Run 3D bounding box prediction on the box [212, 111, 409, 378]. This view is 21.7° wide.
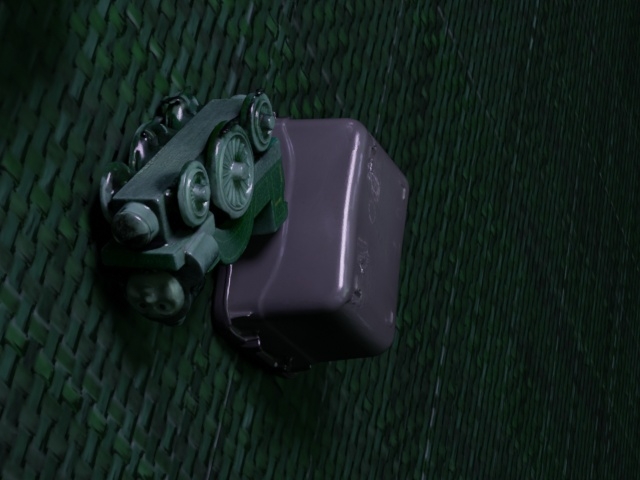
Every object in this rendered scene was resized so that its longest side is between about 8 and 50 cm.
[{"bbox_3d":[0.000,0.000,1.129,0.124,0.093,0.172,43,48,-56],"label":"box"}]

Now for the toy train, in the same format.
[{"bbox_3d":[-0.075,-0.024,0.994,0.178,0.071,0.104,-55,143,-56],"label":"toy train"}]
